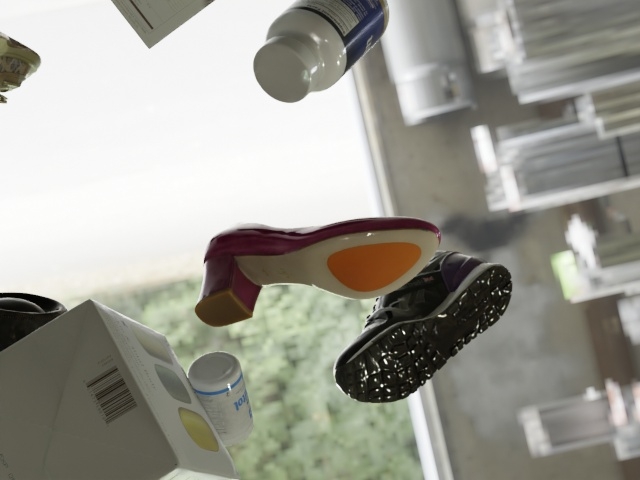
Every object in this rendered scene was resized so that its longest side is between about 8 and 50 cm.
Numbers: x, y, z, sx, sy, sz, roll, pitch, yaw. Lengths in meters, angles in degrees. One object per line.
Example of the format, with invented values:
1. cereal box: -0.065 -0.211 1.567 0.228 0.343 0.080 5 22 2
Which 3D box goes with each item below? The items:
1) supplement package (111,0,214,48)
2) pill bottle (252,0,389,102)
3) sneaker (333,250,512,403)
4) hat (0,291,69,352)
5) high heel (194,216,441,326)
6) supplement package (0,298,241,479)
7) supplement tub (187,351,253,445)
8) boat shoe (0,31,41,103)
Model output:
1. supplement package: -0.131 -0.340 1.644 0.244 0.139 0.134 -35 -149 2
2. pill bottle: -0.002 -0.215 1.681 0.094 0.094 0.169 -17 -158 40
3. sneaker: 0.104 0.104 1.971 0.283 0.107 0.124 -30 -142 -33
4. hat: -0.441 0.141 2.175 0.331 0.134 0.331 -7 -171 1
5. high heel: 0.000 0.000 1.383 0.244 0.082 0.117 -22 -144 30
6. supplement package: -0.240 0.212 1.676 0.198 0.199 0.263 -31 165 3
7. supplement tub: -0.128 0.203 2.020 0.071 0.107 0.071 -8 -144 6
8. boat shoe: -0.427 -0.226 1.961 0.104 0.089 0.285 29 -179 6
